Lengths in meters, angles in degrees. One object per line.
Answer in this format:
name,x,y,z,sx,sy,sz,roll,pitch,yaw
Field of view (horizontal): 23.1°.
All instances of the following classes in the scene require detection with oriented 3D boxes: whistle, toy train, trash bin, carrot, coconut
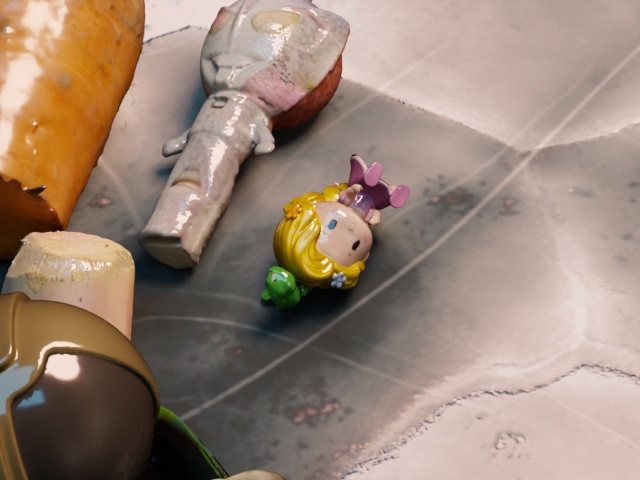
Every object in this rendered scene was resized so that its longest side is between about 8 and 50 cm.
whistle,-0.073,-0.126,1.501,0.142,0.133,0.346,18,62,13
toy train,-0.079,0.215,1.248,0.044,0.042,0.209,-41,55,-3
trash bin,-0.287,0.158,1.197,0.334,0.214,0.214,-13,50,-3
carrot,-0.289,-0.155,1.467,0.224,0.224,0.340,5,58,7
coconut,-0.218,0.060,1.345,0.116,0.122,0.116,9,12,-2

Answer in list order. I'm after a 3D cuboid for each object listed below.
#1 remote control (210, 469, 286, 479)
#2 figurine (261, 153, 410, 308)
remote control,-0.048,0.310,1.132,0.090,0.038,0.309,-16,58,10
figurine,0.000,0.000,1.417,0.095,0.115,0.156,38,76,-9
